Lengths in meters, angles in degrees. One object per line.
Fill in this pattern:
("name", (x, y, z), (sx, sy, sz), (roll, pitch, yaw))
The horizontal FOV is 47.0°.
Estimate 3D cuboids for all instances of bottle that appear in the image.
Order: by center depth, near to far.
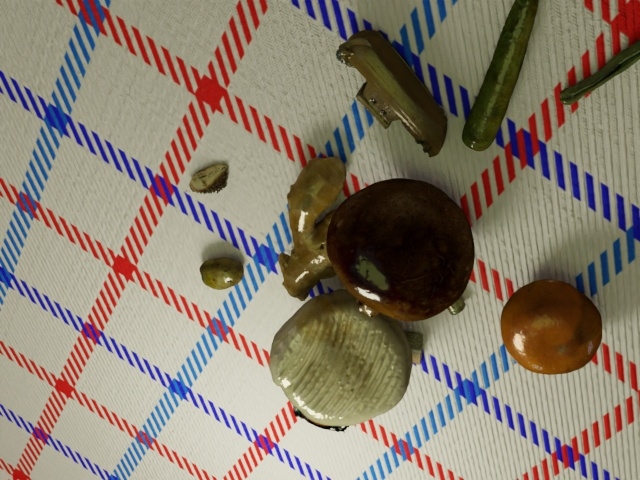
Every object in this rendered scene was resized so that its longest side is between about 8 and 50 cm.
("bottle", (0.317, 0.139, 1.850), (0.063, 0.047, 0.101), (-34, 104, 24))

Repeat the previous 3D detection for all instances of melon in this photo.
("melon", (0.190, 0.282, 1.999), (0.182, 0.054, 0.098), (14, 140, 11))

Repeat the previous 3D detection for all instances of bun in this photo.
("bun", (0.057, 0.301, 1.910), (0.364, 0.219, 0.366), (0, 100, 2))

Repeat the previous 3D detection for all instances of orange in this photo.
("orange", (0.541, 0.200, 1.731), (0.240, 0.171, 0.240), (5, 120, 9))

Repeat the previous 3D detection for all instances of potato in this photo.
("potato", (-0.275, 0.091, 2.019), (0.137, 0.070, 0.092), (-13, 115, 27))

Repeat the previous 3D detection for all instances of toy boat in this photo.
("toy boat", (0.156, -0.309, 1.594), (0.121, 0.089, 0.321), (-30, 109, 39))

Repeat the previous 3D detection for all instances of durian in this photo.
("durian", (-0.280, -0.153, 1.893), (0.130, 0.052, 0.066), (-20, 75, 26))

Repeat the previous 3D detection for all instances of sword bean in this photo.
("sword bean", (0.586, -0.350, 1.441), (0.043, 0.038, 0.269), (42, 127, -16))

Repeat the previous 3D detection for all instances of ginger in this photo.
("ginger", (-0.010, -0.001, 1.835), (0.348, 0.122, 0.363), (-29, 119, 23))

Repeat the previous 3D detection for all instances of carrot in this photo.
("carrot", (0.374, -0.346, 1.503), (0.074, 0.074, 0.359), (20, 124, 7))

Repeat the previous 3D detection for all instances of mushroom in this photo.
("mushroom", (0.193, 0.020, 1.673), (0.239, 0.345, 0.345), (29, 141, 54))

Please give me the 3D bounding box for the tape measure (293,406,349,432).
("tape measure", (0.016, 0.440, 2.101), (0.202, 0.135, 0.223), (15, 121, 21))
